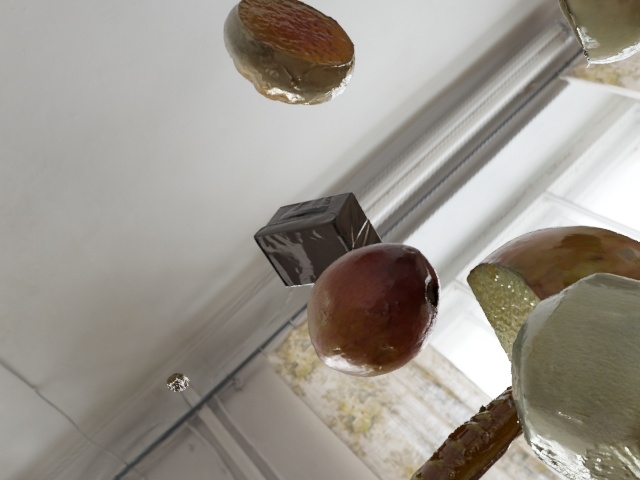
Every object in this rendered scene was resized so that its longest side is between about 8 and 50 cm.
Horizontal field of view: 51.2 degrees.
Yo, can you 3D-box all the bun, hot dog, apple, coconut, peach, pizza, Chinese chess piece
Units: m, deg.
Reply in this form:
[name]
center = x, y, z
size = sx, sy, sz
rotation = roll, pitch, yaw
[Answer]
[bun]
center = -0.075, -0.392, 1.450
size = 0.299, 0.298, 0.164
rotation = -8, -37, -35
[hot dog]
center = 0.223, 0.303, 0.969
size = 0.269, 0.072, 0.115
rotation = -35, -30, -25
[apple]
center = 0.438, 0.094, 1.091
size = 0.309, 0.314, 0.252
rotation = -19, -68, -16
[coconut]
center = 0.350, 0.169, 0.730
size = 0.245, 0.247, 0.244
rotation = -9, -72, -30
[peach]
center = 0.102, 0.132, 1.271
size = 0.281, 0.281, 0.238
rotation = -37, -87, -17
[pizza]
center = -0.234, 0.234, 1.092
size = 0.037, 0.016, 0.083
rotation = -6, -26, -15
[Chinese chess piece]
center = 0.526, -0.508, 1.293
size = 0.141, 0.337, 0.338
rotation = -23, -41, 23

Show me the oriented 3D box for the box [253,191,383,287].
[box]
center = 0.000, 0.000, 1.683
size = 0.188, 0.252, 0.153
rotation = 59, -141, -24
